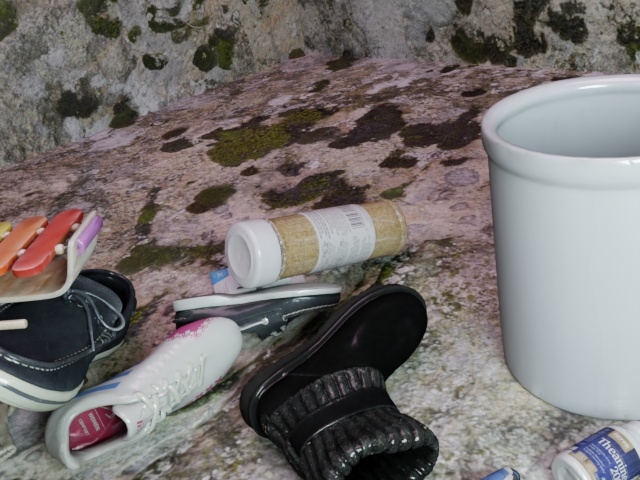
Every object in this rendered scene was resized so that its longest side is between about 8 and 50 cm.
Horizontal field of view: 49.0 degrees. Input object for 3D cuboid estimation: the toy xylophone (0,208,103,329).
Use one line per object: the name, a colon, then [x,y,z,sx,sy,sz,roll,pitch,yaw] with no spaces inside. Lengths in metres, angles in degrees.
toy xylophone: [-0.458,0.040,0.948,0.322,0.081,0.236,-9,24,-5]

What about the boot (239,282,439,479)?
boot: [0.081,0.207,0.966,0.348,0.131,0.260,-36,28,-22]

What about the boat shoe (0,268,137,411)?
boat shoe: [-0.401,0.127,1.071,0.186,0.156,0.500,27,3,0]

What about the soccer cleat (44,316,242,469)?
soccer cleat: [-0.247,0.233,1.053,0.331,0.116,0.143,-31,18,-19]

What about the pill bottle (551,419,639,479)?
pill bottle: [0.343,0.263,0.839,0.120,0.067,0.067,-21,29,-19]

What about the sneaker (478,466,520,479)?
sneaker: [0.148,0.317,0.790,0.211,0.080,0.081,-28,35,-33]

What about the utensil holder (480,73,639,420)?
utensil holder: [0.401,0.001,0.975,0.327,0.385,0.327,-9,28,5]

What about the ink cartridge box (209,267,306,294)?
ink cartridge box: [-0.115,0.086,1.355,0.180,0.060,0.104,-15,28,-9]

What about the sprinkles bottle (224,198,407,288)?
sprinkles bottle: [0.000,0.000,1.323,0.355,0.121,0.121,-11,23,-36]

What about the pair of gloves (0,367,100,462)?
pair of gloves: [-0.486,0.271,1.154,0.240,0.042,0.204,-31,37,-32]

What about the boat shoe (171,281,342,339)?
boat shoe: [-0.108,0.130,1.241,0.302,0.091,0.114,-7,1,6]
